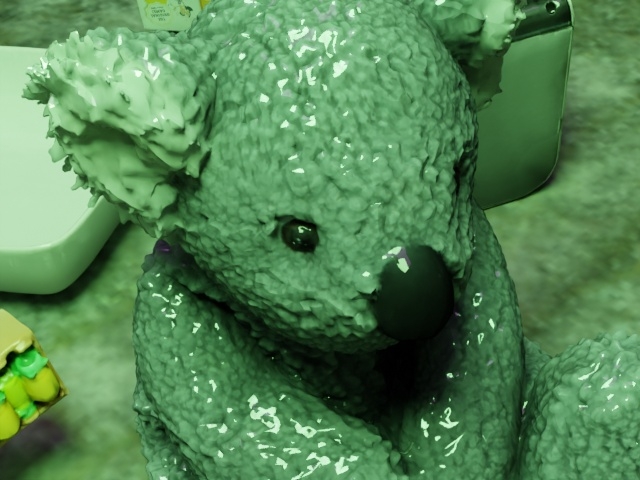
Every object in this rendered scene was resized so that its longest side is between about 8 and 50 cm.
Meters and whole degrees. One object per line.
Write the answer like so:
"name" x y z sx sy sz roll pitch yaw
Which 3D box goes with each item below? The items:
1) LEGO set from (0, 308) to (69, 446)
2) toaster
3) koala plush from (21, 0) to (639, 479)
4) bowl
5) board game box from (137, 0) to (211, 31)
"LEGO set" -0.210 0.100 0.456 0.287 0.132 0.107 -5 -1 -25
"toaster" 0.008 -0.090 0.663 0.185 0.110 0.168 -16 42 -8
"koala plush" 0.000 0.000 0.486 0.196 0.221 0.203 -21 43 -12
"bowl" -0.147 -0.030 0.670 0.142 0.053 0.142 8 46 18
"board game box" -0.007 -0.144 0.622 0.103 0.026 0.154 6 45 15
